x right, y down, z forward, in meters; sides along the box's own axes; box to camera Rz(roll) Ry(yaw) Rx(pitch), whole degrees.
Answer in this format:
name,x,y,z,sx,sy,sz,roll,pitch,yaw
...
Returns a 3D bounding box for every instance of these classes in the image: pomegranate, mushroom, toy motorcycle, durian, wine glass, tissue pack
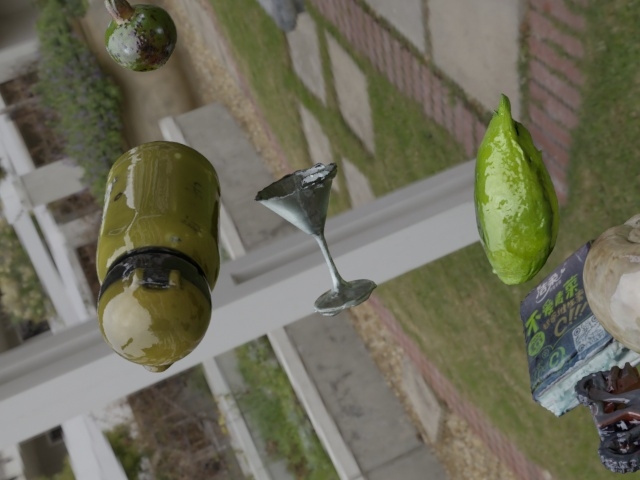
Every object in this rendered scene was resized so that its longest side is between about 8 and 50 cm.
name,x,y,z,sx,sy,sz,roll,pitch,yaw
pomegranate,-0.179,-0.209,0.903,0.084,0.073,0.073,94,151,-58
mushroom,0.268,0.019,0.632,0.166,0.166,0.127,-144,36,-67
toy motorcycle,0.378,0.207,1.083,0.212,0.118,0.084,-77,-35,-71
durian,0.245,-0.053,1.157,0.139,0.101,0.250,-96,-9,-59
wine glass,0.000,0.000,1.522,0.232,0.156,0.156,68,168,-15
tissue pack,0.382,0.127,1.341,0.073,0.173,0.235,33,-149,-15

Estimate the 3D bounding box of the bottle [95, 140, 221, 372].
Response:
name,x,y,z,sx,sy,sz,roll,pitch,yaw
bottle,-0.219,0.022,1.212,0.351,0.171,0.171,-98,-5,-54
